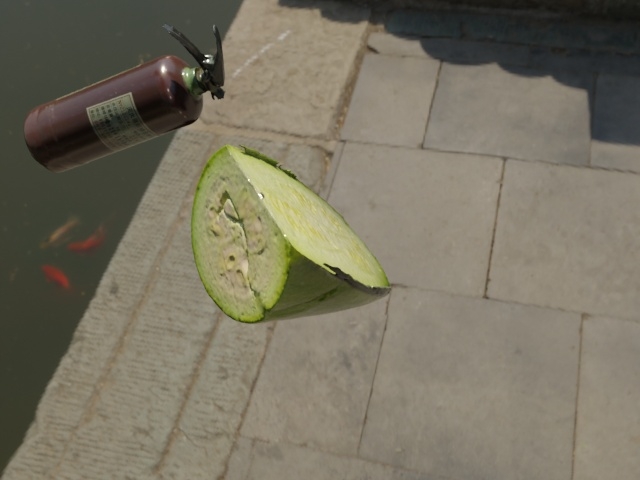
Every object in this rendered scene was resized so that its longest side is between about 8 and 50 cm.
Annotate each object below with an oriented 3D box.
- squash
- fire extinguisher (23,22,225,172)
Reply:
[{"bbox_3d":[0.000,0.000,1.019,0.308,0.210,0.234,-6,48,-38],"label":"squash"},{"bbox_3d":[-0.185,-0.140,0.694,0.231,0.099,0.071,-17,47,20],"label":"fire extinguisher"}]
